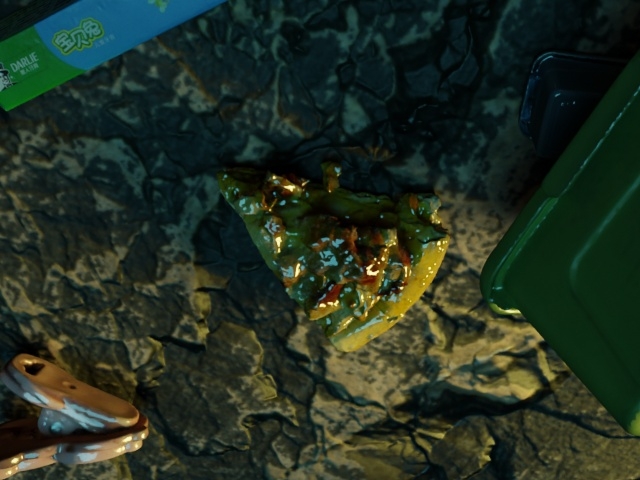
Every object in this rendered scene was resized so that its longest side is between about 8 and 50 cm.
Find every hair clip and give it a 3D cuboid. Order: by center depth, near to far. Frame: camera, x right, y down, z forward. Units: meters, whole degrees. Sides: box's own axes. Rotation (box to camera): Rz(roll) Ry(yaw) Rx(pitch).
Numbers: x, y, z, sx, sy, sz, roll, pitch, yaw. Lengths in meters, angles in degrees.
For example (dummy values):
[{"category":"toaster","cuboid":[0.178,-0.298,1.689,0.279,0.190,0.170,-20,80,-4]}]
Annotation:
[{"category":"hair clip","cuboid":[-0.231,0.174,0.992,0.138,0.123,0.102,25,102,-9]}]

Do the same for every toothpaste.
[{"category":"toothpaste","cuboid":[-0.118,-0.175,0.775,0.267,0.065,0.050,-23,123,17]}]

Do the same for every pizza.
[{"category":"pizza","cuboid":[-0.001,0.002,0.882,0.194,0.069,0.154,29,122,-17]}]

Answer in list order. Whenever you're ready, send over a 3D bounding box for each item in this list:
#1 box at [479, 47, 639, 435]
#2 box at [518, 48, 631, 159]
[{"category":"box","cuboid":[0.295,-0.021,0.742,0.253,0.177,0.328,5,128,-34]},{"category":"box","cuboid":[0.199,-0.092,0.817,0.099,0.054,0.074,7,122,-1]}]
